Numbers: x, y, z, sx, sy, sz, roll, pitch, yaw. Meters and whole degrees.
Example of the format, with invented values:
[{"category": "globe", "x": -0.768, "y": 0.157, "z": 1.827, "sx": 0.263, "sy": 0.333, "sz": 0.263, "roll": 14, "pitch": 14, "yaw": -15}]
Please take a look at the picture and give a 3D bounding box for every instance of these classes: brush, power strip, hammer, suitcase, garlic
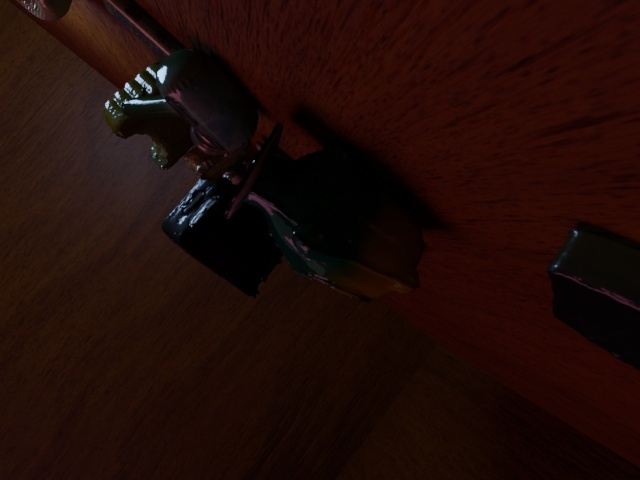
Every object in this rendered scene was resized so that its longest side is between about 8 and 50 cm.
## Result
[{"category": "brush", "x": 0.313, "y": 0.069, "z": 0.459, "sx": 0.123, "sy": 0.059, "sz": 0.197, "roll": 36, "pitch": 175, "yaw": 39}, {"category": "power strip", "x": -0.317, "y": -0.395, "z": 0.879, "sx": 0.268, "sy": 0.034, "sz": 0.092, "roll": 40, "pitch": 175, "yaw": -22}, {"category": "hammer", "x": -0.297, "y": -0.278, "z": 0.887, "sx": 0.336, "sy": 0.118, "sz": 0.206, "roll": 10, "pitch": 157, "yaw": 35}, {"category": "suitcase", "x": -0.295, "y": -0.017, "z": 1.451, "sx": 0.194, "sy": 0.283, "sz": 0.434, "roll": 31, "pitch": 168, "yaw": 42}, {"category": "garlic", "x": -0.280, "y": -0.301, "z": 1.089, "sx": 0.194, "sy": 0.127, "sz": 0.131, "roll": 59, "pitch": 174, "yaw": -12}]

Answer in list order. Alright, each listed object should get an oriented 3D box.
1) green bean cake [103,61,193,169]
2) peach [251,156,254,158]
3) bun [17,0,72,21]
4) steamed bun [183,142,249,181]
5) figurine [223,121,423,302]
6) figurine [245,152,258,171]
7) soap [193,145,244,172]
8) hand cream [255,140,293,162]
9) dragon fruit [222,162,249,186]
[{"category": "green bean cake", "x": -0.441, "y": -0.338, "z": 1.191, "sx": 0.124, "sy": 0.233, "sz": 0.236, "roll": 43, "pitch": 176, "yaw": 22}, {"category": "peach", "x": -0.144, "y": -0.177, "z": 1.477, "sx": 0.279, "sy": 0.068, "sz": 0.189, "roll": 38, "pitch": 173, "yaw": 2}, {"category": "bun", "x": -0.682, "y": -0.626, "z": 1.028, "sx": 0.188, "sy": 0.111, "sz": 0.164, "roll": 43, "pitch": 156, "yaw": -23}, {"category": "steamed bun", "x": -0.300, "y": -0.264, "z": 1.266, "sx": 0.106, "sy": 0.177, "sz": 0.192, "roll": 48, "pitch": -174, "yaw": 0}, {"category": "figurine", "x": 0.027, "y": -0.037, "z": 0.750, "sx": 0.340, "sy": 0.231, "sz": 0.323, "roll": 31, "pitch": -158, "yaw": -12}, {"category": "figurine", "x": -0.161, "y": -0.178, "z": 1.320, "sx": 0.156, "sy": 0.114, "sz": 0.095, "roll": 36, "pitch": -175, "yaw": 6}, {"category": "soap", "x": -0.400, "y": -0.355, "z": 1.489, "sx": 0.273, "sy": 0.098, "sz": 0.218, "roll": 34, "pitch": 174, "yaw": 37}, {"category": "hand cream", "x": -0.063, "y": -0.164, "z": 1.098, "sx": 0.255, "sy": 0.048, "sz": 0.079, "roll": 38, "pitch": 177, "yaw": 4}, {"category": "dragon fruit", "x": -0.323, "y": -0.158, "z": 1.661, "sx": 0.262, "sy": 0.296, "sz": 0.314, "roll": 54, "pitch": 177, "yaw": 44}]
